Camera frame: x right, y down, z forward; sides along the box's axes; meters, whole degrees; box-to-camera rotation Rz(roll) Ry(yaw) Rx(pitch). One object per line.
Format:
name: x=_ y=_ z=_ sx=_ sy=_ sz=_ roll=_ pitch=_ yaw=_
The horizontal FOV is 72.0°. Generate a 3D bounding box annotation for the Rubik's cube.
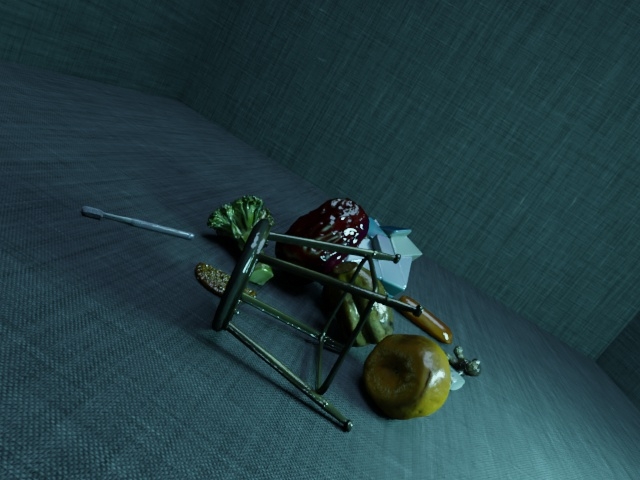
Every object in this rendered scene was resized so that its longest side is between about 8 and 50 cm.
Rubik's cube: x=0.189 y=0.079 z=1.845 sx=0.387 sy=0.358 sz=0.368 roll=27 pitch=57 yaw=-11

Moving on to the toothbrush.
toothbrush: x=-0.558 y=-0.049 z=1.382 sx=0.353 sy=0.024 sz=0.029 roll=17 pitch=26 yaw=-41

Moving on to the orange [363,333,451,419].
orange: x=0.251 y=0.376 z=1.236 sx=0.183 sy=0.249 sz=0.249 roll=39 pitch=7 yaw=-41

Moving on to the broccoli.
broccoli: x=-0.262 y=-0.005 z=1.544 sx=0.361 sy=0.221 sz=0.252 roll=-114 pitch=178 yaw=-64

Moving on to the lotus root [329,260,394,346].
lotus root: x=0.130 y=0.204 z=1.411 sx=0.193 sy=0.193 sz=0.291 roll=-43 pitch=113 yaw=-74

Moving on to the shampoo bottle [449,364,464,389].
shampoo bottle: x=0.426 y=0.450 z=1.628 sx=0.086 sy=0.056 sz=0.227 roll=14 pitch=23 yaw=-43

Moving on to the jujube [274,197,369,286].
jujube: x=0.000 y=0.000 z=1.595 sx=0.258 sy=0.377 sz=0.258 roll=43 pitch=-10 yaw=9

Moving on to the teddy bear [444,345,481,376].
teddy bear: x=0.562 y=0.491 z=1.730 sx=0.119 sy=0.078 sz=0.160 roll=-22 pitch=22 yaw=-17

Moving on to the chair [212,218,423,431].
chair: x=-0.035 y=0.163 z=1.135 sx=0.409 sy=0.365 sz=0.362 roll=25 pitch=16 yaw=-6

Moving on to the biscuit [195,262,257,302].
biscuit: x=-0.288 y=0.133 z=1.323 sx=0.206 sy=0.025 sz=0.126 roll=29 pitch=16 yaw=-6

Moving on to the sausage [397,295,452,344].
sausage: x=0.465 y=0.352 z=1.959 sx=0.300 sy=0.083 sz=0.089 roll=36 pitch=4 yaw=13

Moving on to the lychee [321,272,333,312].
lychee: x=0.093 y=0.187 z=1.586 sx=0.194 sy=0.195 sz=0.194 roll=29 pitch=16 yaw=-9
